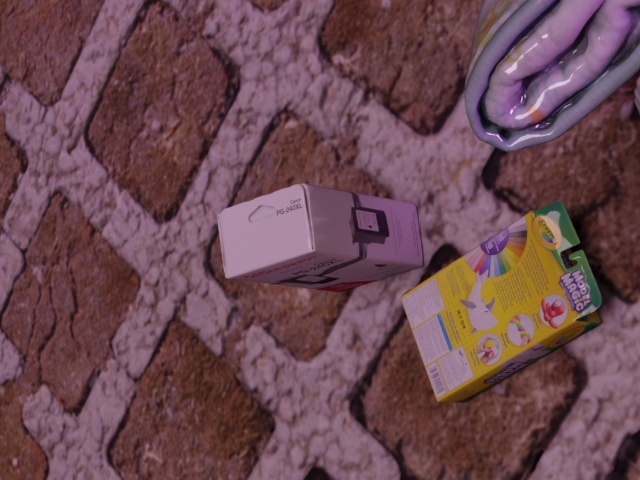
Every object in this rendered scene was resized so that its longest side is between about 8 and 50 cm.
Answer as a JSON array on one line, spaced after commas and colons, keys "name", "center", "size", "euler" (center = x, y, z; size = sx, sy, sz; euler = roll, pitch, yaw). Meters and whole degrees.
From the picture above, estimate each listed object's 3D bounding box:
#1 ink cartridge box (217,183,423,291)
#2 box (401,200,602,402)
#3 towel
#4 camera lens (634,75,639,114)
[{"name": "ink cartridge box", "center": [0.000, 0.000, 1.357], "size": [0.109, 0.150, 0.063], "euler": [-18, 73, 40]}, {"name": "box", "center": [0.156, 0.051, 1.284], "size": [0.179, 0.043, 0.105], "euler": [-36, 62, 36]}, {"name": "towel", "center": [0.255, -0.254, 1.088], "size": [0.090, 0.320, 0.374], "euler": [42, 121, -12]}, {"name": "camera lens", "center": [0.356, -0.037, 0.976], "size": [0.219, 0.219, 0.274], "euler": [-44, 64, 30]}]
